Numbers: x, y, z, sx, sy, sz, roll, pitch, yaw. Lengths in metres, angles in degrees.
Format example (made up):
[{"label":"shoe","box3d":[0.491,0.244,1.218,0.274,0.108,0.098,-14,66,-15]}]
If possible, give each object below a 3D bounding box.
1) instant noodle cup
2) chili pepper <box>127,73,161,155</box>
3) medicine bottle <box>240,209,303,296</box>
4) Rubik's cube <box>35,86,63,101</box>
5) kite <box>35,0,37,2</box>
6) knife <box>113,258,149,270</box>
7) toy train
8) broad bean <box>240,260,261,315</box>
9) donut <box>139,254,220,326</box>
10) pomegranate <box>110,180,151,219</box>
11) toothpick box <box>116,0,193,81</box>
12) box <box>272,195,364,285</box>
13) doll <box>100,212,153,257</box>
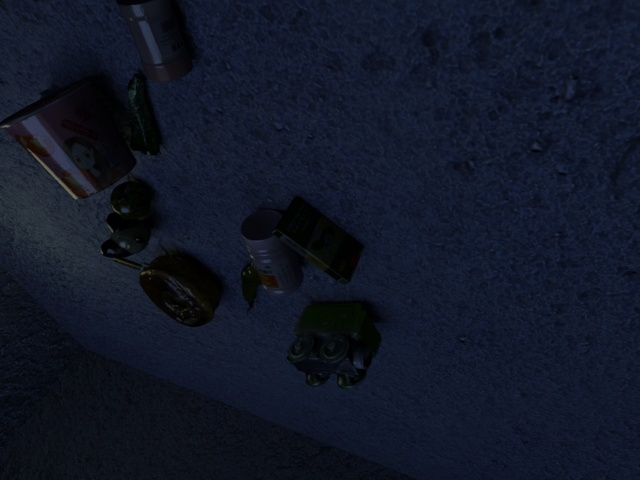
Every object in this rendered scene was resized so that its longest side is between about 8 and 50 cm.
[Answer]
[{"label":"instant noodle cup","box3d":[-0.619,-0.252,1.098,0.243,0.243,0.231,-1,131,32]},{"label":"chili pepper","box3d":[-0.449,-0.317,1.092,0.088,0.059,0.227,24,140,3]},{"label":"medicine bottle","box3d":[-0.135,0.041,1.258,0.133,0.133,0.250,11,140,21]},{"label":"Rubik's cube","box3d":[-0.723,-0.367,1.179,0.075,0.073,0.084,-2,132,33]},{"label":"kite","box3d":[-0.705,-0.601,0.942,0.190,0.010,0.159,36,143,-11]},{"label":"knife","box3d":[-0.725,0.120,1.802,0.343,0.027,0.061,17,138,13]},{"label":"toy train","box3d":[0.044,0.330,1.393,0.307,0.249,0.173,-8,128,37]},{"label":"broad bean","box3d":[-0.242,0.153,1.521,0.075,0.067,0.325,50,151,21]},{"label":"donut","box3d":[-0.522,0.188,1.656,0.330,0.160,0.330,21,143,17]},{"label":"pomegranate","box3d":[-0.599,-0.124,1.373,0.122,0.122,0.161,40,168,-16]},{"label":"toothpick box","box3d":[-0.326,-0.408,0.864,0.098,0.098,0.149,12,140,19]},{"label":"box","box3d":[0.000,0.000,1.125,0.235,0.132,0.034,37,141,-12]},{"label":"doll","box3d":[-0.641,-0.014,1.451,0.135,0.144,0.234,13,-178,-15]}]
